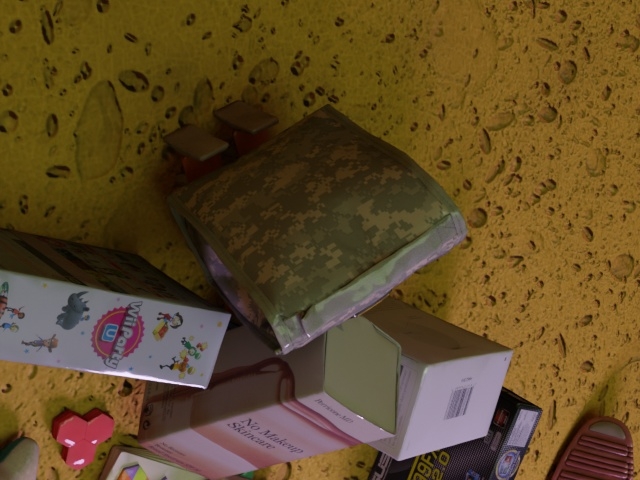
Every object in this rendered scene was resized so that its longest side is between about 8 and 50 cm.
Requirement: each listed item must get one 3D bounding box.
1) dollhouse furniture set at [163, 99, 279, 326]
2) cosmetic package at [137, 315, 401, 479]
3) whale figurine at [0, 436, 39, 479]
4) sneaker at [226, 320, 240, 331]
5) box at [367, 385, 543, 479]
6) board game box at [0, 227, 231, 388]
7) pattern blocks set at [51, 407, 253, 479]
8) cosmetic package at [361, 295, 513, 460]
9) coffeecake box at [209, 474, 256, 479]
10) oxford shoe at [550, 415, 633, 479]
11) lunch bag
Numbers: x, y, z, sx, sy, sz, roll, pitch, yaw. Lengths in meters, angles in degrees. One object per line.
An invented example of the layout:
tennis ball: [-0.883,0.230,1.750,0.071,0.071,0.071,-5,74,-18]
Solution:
dollhouse furniture set: [-0.040,-0.043,1.452,0.259,0.135,0.262,-29,123,-25]
cosmetic package: [-0.064,0.189,1.414,0.153,0.296,0.129,36,45,-38]
whale figurine: [-0.440,0.308,1.313,0.272,0.141,0.216,-27,126,-56]
sneaker: [-0.083,0.130,1.546,0.144,0.053,0.059,34,86,-49]
box: [0.188,0.325,1.721,0.060,0.216,0.270,16,98,-42]
board game box: [-0.285,0.063,1.250,0.303,0.224,0.097,13,98,-39]
pattern blocks set: [-0.231,0.349,1.535,0.325,0.026,0.285,8,103,-39]
cosmetic package: [0.096,0.176,1.558,0.224,0.225,0.138,0,110,-52]
coffeecake box: [-0.123,0.424,1.591,0.142,0.068,0.185,28,89,-46]
oxford shoe: [0.479,0.505,2.100,0.146,0.141,0.396,2,104,-70]
lunch bag: [0.000,0.000,1.266,0.235,0.287,0.169,-31,123,-11]
